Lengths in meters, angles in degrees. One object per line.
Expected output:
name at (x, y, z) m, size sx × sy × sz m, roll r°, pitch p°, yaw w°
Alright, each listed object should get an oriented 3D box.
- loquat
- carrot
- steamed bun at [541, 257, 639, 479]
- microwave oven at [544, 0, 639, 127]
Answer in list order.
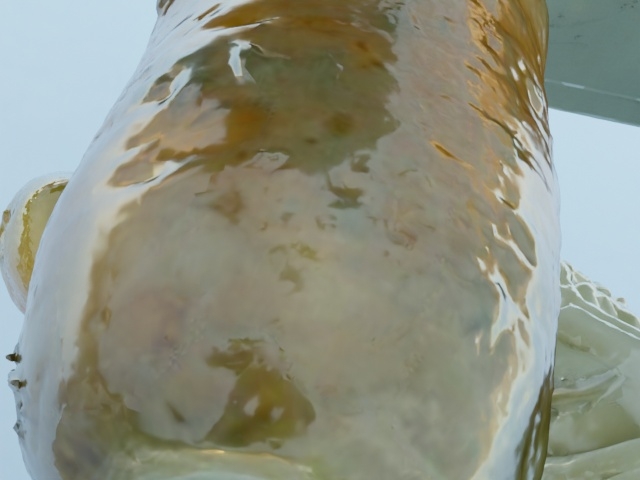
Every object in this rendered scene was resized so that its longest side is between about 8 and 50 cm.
loquat at (-0.142, 0.007, 1.063) m, size 0.137 × 0.137 × 0.113 m, roll 0°, pitch -111°, yaw -14°
carrot at (0.000, 0.000, 0.712) m, size 0.224 × 0.224 × 0.341 m, roll 16°, pitch -133°, yaw -1°
steamed bun at (0.214, 0.199, 0.973) m, size 0.394 × 0.346 × 0.237 m, roll 35°, pitch -84°, yaw 12°
microwave oven at (0.141, -0.246, 1.013) m, size 0.355 × 0.286 × 0.218 m, roll 10°, pitch -129°, yaw -14°
